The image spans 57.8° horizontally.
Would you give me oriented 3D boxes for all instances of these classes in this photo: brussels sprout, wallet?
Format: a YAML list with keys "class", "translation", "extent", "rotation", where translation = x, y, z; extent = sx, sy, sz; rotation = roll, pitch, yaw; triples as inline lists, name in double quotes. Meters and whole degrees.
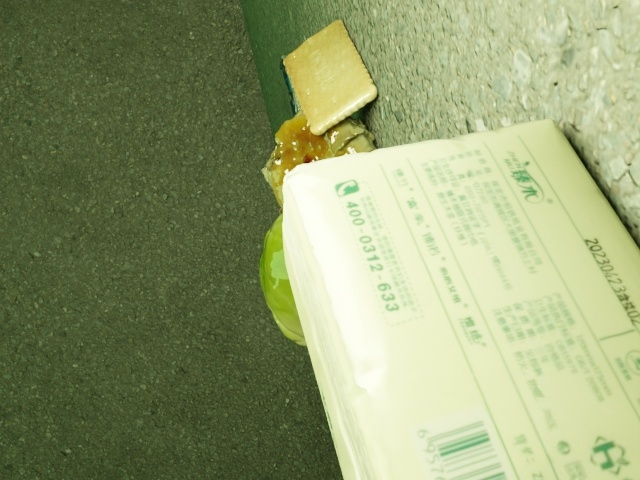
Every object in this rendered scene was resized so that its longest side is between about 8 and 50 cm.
- class: "brussels sprout"
  translation: [0.048, 0.060, 1.129]
  extent: [0.268, 0.343, 0.344]
  rotation: [-56, -38, -55]
- class: "wallet"
  translation: [-0.084, -0.504, 1.906]
  extent: [0.141, 0.059, 0.202]
  rotation: [150, 107, -80]

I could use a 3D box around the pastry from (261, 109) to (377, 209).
- class: "pastry"
  translation: [0.001, -0.154, 1.241]
  extent: [0.235, 0.257, 0.120]
  rotation: [39, -161, 17]

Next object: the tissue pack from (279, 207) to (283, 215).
- class: "tissue pack"
  translation: [0.001, -0.001, 1.707]
  extent: [0.136, 0.159, 0.246]
  rotation: [45, -157, -59]

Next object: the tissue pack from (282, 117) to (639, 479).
- class: "tissue pack"
  translation: [0.147, 0.104, 0.509]
  extent: [0.207, 0.297, 0.381]
  rotation: [94, 162, -59]

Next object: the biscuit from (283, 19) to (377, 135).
- class: "biscuit"
  translation: [0.016, -0.340, 1.202]
  extent: [0.030, 0.160, 0.250]
  rotation: [36, -153, -51]
